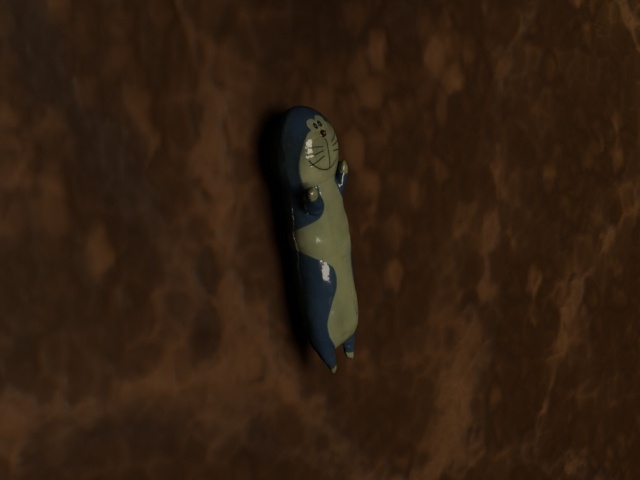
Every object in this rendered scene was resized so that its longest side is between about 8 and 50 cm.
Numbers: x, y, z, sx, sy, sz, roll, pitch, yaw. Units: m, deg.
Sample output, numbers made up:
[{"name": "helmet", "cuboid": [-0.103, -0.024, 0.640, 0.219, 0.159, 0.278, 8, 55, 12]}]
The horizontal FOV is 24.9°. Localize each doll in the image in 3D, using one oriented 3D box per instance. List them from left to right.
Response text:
[{"name": "doll", "cuboid": [0.000, 0.000, 0.653, 0.037, 0.027, 0.125, -36, 121, -52]}]
